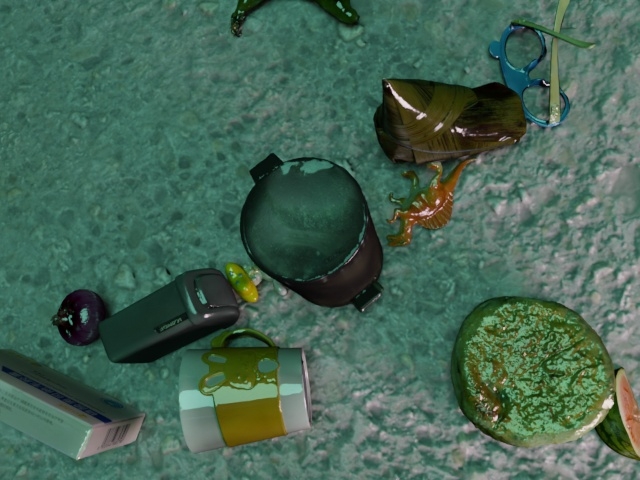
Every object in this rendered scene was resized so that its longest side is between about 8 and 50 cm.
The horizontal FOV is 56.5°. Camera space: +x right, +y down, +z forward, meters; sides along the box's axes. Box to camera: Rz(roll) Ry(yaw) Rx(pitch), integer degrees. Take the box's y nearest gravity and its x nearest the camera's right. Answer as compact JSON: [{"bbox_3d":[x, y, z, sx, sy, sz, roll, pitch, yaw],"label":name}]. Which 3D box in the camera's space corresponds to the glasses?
[{"bbox_3d":[0.448,-0.353,1.139,0.102,0.207,0.238,-6,76,-30],"label":"glasses"}]

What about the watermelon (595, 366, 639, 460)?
[{"bbox_3d":[0.507,0.307,1.036,0.069,0.087,0.163,-22,68,42],"label":"watermelon"}]

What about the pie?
[{"bbox_3d":[0.368,0.225,1.052,0.277,0.078,0.276,-3,74,10],"label":"pie"}]

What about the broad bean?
[{"bbox_3d":[-0.059,-0.528,1.308,0.292,0.049,0.143,-1,84,11],"label":"broad bean"}]

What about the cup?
[{"bbox_3d":[-0.135,0.257,1.093,0.226,0.185,0.241,-6,46,2],"label":"cup"}]

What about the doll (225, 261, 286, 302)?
[{"bbox_3d":[-0.121,0.070,1.176,0.135,0.071,0.113,28,67,20],"label":"doll"}]

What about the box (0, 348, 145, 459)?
[{"bbox_3d":[-0.528,0.295,1.118,0.344,0.200,0.065,21,84,13],"label":"box"}]

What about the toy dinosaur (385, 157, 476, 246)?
[{"bbox_3d":[0.218,-0.077,1.160,0.212,0.057,0.142,-14,87,7],"label":"toy dinosaur"}]

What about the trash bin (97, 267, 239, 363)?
[{"bbox_3d":[-0.272,0.145,1.125,0.236,0.177,0.101,-27,76,5],"label":"trash bin"}]

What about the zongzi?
[{"bbox_3d":[0.234,-0.238,1.064,0.287,0.300,0.138,-7,77,8],"label":"zongzi"}]

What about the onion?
[{"bbox_3d":[-0.486,0.154,1.193,0.115,0.105,0.115,-3,85,44],"label":"onion"}]

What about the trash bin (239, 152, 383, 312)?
[{"bbox_3d":[0.000,0.000,1.050,0.203,0.301,0.252,-39,72,0],"label":"trash bin"}]
